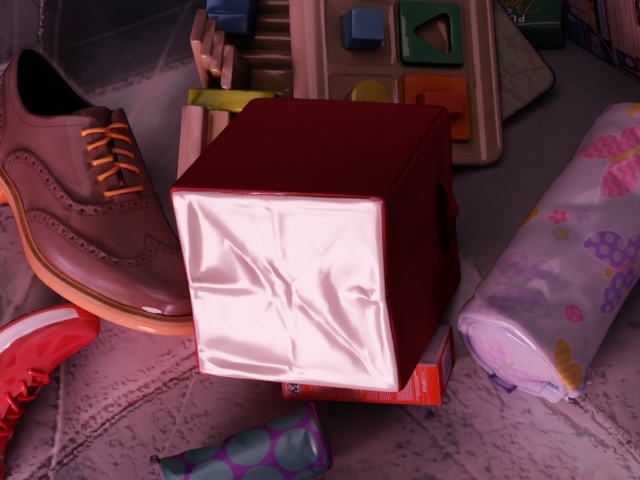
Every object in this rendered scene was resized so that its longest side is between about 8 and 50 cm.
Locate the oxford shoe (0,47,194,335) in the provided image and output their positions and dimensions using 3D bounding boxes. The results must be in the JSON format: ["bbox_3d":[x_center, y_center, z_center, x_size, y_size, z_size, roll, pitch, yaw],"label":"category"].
[{"bbox_3d":[-0.216,-0.048,1.604,0.130,0.132,0.364,-10,42,-44],"label":"oxford shoe"}]

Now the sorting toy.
[{"bbox_3d":[0.073,-0.160,1.605,0.196,0.047,0.347,-1,77,-10],"label":"sorting toy"}]

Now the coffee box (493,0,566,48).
[{"bbox_3d":[0.193,-0.272,1.718,0.113,0.040,0.184,-2,57,14],"label":"coffee box"}]

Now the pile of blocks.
[{"bbox_3d":[-0.052,-0.186,1.665,0.113,0.149,0.362,3,60,10],"label":"pile of blocks"}]

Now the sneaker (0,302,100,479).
[{"bbox_3d":[-0.282,0.157,1.560,0.221,0.087,0.128,-31,65,6],"label":"sneaker"}]

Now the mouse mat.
[{"bbox_3d":[0.116,-0.181,1.656,0.153,0.007,0.189,-36,73,1],"label":"mouse mat"}]

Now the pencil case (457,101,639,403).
[{"bbox_3d":[0.233,0.008,1.482,0.124,0.113,0.273,29,69,19],"label":"pencil case"}]

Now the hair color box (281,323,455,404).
[{"bbox_3d":[0.041,0.106,1.497,0.141,0.043,0.072,2,28,16],"label":"hair color box"}]

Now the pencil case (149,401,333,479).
[{"bbox_3d":[-0.065,0.191,1.473,0.152,0.064,0.070,-20,26,1],"label":"pencil case"}]

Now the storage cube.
[{"bbox_3d":[0.000,0.000,1.464,0.215,0.183,0.193,4,28,18],"label":"storage cube"}]

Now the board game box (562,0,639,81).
[{"bbox_3d":[0.305,-0.199,1.576,0.045,0.146,0.193,-44,58,-14],"label":"board game box"}]
